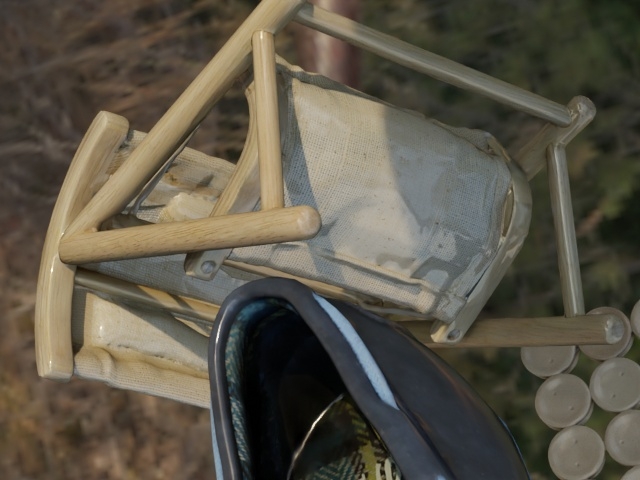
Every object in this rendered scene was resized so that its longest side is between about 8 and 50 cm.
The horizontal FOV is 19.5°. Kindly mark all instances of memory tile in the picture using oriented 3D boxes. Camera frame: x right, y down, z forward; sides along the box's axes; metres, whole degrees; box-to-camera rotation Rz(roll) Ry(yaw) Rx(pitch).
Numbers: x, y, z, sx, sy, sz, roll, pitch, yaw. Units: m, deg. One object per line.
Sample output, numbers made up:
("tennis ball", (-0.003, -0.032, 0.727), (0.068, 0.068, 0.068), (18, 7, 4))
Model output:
("memory tile", (0.193, 0.109, 1.172), (0.012, 0.113, 0.148), (47, 28, -58))

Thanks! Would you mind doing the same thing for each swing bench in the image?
("swing bench", (0.000, 0.000, 1.125), (0.253, 0.255, 0.165), (18, 58, -37))

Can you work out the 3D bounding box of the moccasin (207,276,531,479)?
("moccasin", (0.013, 0.150, 0.494), (0.117, 0.138, 0.342), (44, 16, -38))
